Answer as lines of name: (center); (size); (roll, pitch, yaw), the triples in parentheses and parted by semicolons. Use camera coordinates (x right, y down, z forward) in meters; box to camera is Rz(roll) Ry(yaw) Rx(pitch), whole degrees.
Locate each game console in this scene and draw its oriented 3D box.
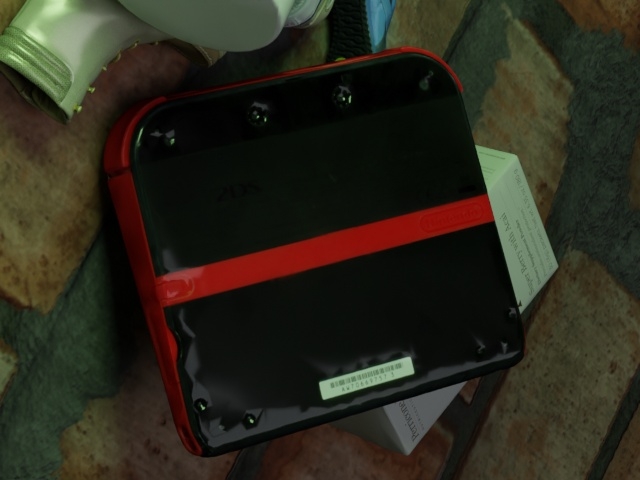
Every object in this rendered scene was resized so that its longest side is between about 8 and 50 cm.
game console: (0.000, 0.000, 1.867); (0.386, 0.060, 0.342); (-14, 91, -26)

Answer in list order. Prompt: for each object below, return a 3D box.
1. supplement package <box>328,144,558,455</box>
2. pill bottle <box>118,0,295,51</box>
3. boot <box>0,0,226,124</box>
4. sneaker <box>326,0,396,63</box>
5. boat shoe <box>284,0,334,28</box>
supplement package: (0.087, 0.049, 2.052); (0.293, 0.175, 0.177); (-49, 134, -25)
pill bottle: (-0.046, -0.358, 1.683); (0.210, 0.210, 0.363); (50, 54, -45)
boot: (-0.190, -0.173, 1.734); (0.213, 0.077, 0.165); (38, 73, -41)
sneaker: (0.051, -0.220, 2.000); (0.082, 0.069, 0.209); (-26, 122, -45)
boat shoe: (0.002, -0.353, 1.890); (0.302, 0.109, 0.094); (-70, 164, 3)
